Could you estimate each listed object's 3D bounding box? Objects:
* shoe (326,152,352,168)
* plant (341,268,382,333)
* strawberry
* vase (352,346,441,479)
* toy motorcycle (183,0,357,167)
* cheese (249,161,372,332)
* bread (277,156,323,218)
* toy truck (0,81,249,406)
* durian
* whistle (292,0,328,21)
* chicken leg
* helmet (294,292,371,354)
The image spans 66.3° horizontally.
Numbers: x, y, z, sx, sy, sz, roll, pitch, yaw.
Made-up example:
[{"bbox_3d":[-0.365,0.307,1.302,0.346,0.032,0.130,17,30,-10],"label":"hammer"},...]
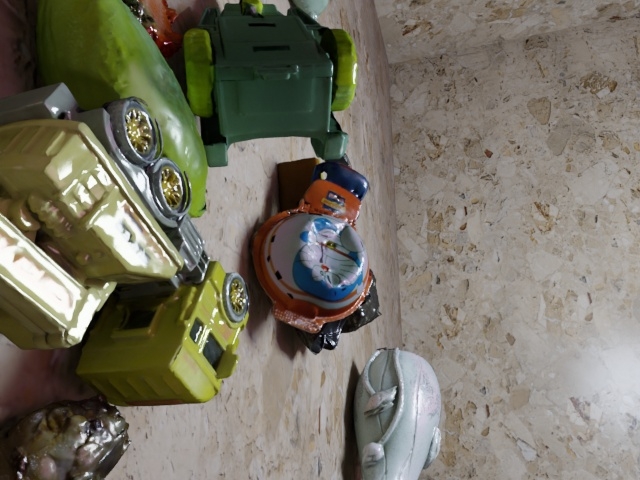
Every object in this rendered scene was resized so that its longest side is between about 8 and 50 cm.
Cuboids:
[{"bbox_3d":[0.069,-0.172,1.372,0.077,0.074,0.194,-85,159,-50],"label":"shoe"},{"bbox_3d":[0.069,0.134,1.141,0.194,0.129,0.132,-30,113,-70],"label":"plant"},{"bbox_3d":[-0.192,-0.247,0.526,0.152,0.048,0.103,-102,169,-57],"label":"strawberry"},{"bbox_3d":[0.180,0.502,1.232,0.445,0.250,0.249,-71,151,-47],"label":"vase"},{"bbox_3d":[-0.081,-0.219,0.679,0.326,0.191,0.199,-109,-163,-52],"label":"toy motorcycle"},{"bbox_3d":[0.000,0.000,0.835,0.129,0.217,0.329,-49,-162,55],"label":"cheese"},{"bbox_3d":[-0.029,-0.042,0.942,0.049,0.088,0.226,18,68,-76],"label":"bread"},{"bbox_3d":[-0.161,0.030,0.377,0.157,0.124,0.272,-80,158,-45],"label":"toy truck"},{"bbox_3d":[-0.167,-0.116,0.445,0.139,0.101,0.250,-77,147,-60],"label":"durian"},{"bbox_3d":[-0.035,-0.615,1.113,0.101,0.106,0.253,57,-13,40],"label":"whistle"},{"bbox_3d":[-0.200,0.182,0.314,0.198,0.069,0.085,-63,168,-51],"label":"chicken leg"},{"bbox_3d":[0.006,0.127,0.938,0.153,0.107,0.177,-54,158,5],"label":"helmet"}]
